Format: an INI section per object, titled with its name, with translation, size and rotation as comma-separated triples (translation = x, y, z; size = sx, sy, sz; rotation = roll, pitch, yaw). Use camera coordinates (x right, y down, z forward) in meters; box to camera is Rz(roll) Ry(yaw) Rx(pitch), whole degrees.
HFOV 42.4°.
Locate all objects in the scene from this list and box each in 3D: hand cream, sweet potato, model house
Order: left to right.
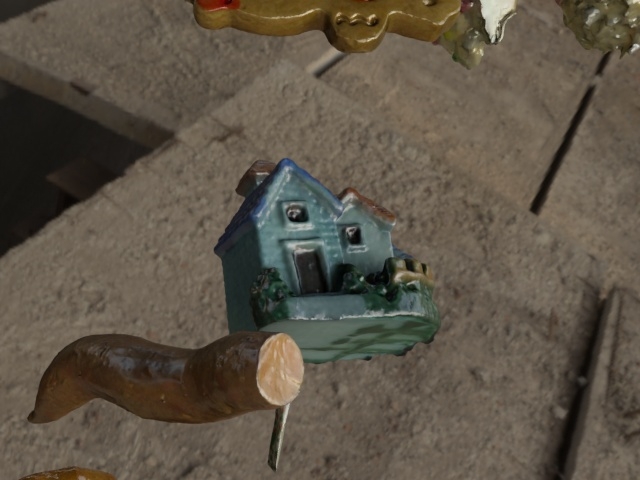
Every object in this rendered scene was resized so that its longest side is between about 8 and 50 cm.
[sweet potato]
translation = -0.129, 0.098, 0.599
size = 0.059, 0.281, 0.067
rotation = -47, 121, -44
[hand cream]
translation = -0.081, 0.363, 1.600
size = 0.037, 0.165, 0.057
rotation = 11, 1, -20
[model house]
translation = 0.000, 0.000, 1.206
size = 0.295, 0.251, 0.329
rotation = -1, 65, -23

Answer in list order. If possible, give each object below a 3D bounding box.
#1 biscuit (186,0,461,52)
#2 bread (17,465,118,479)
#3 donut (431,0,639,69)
[biscuit]
translation = -0.001, -0.214, 0.663
size = 0.226, 0.036, 0.165
rotation = 3, 54, -6
[bread]
translation = -0.439, 0.524, 1.355
size = 0.312, 0.172, 0.312
rotation = 21, 61, -45
[donut]
translation = 0.283, -0.382, 1.056
size = 0.371, 0.307, 0.150
rotation = -10, 20, -28
